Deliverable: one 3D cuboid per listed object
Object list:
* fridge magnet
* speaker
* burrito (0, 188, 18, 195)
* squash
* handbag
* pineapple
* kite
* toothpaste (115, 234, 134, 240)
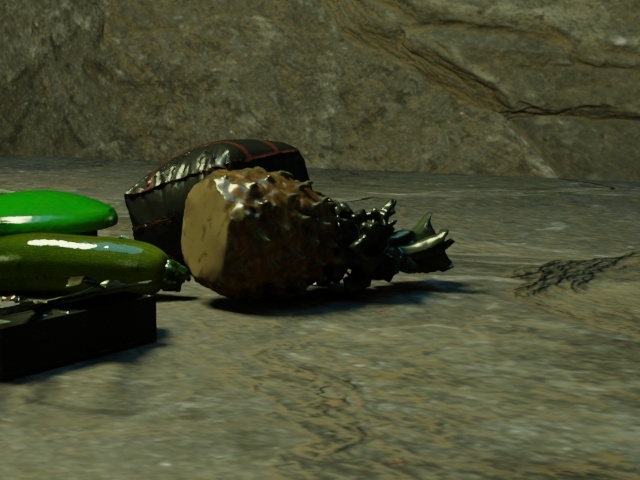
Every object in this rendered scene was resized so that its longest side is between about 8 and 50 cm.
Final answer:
[{"bbox_3d":[-0.359,-0.018,1.684,0.208,0.088,0.208,0,7,0],"label":"fridge magnet"},{"bbox_3d":[-0.215,0.077,1.144,0.040,0.046,0.191,4,8,32],"label":"speaker"},{"bbox_3d":[-0.516,-0.049,1.996,0.309,0.066,0.096,8,5,42],"label":"burrito"},{"bbox_3d":[-0.268,0.026,1.447,0.258,0.069,0.069,1,8,9],"label":"squash"},{"bbox_3d":[-0.126,-0.044,1.669,0.169,0.155,0.215,-11,3,25],"label":"handbag"},{"bbox_3d":[0.000,0.000,1.470,0.310,0.141,0.170,4,-21,-34],"label":"pineapple"},{"bbox_3d":[-0.224,0.045,1.142,0.169,0.015,0.310,-13,-3,-9],"label":"kite"},{"bbox_3d":[-0.255,0.016,1.648,0.056,0.036,0.205,27,10,8],"label":"toothpaste"}]
